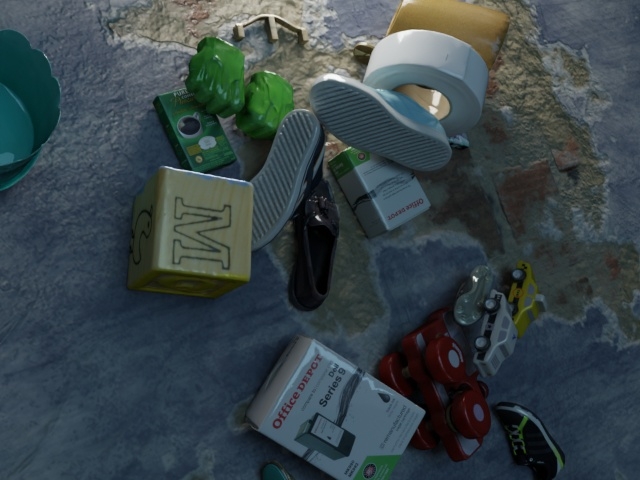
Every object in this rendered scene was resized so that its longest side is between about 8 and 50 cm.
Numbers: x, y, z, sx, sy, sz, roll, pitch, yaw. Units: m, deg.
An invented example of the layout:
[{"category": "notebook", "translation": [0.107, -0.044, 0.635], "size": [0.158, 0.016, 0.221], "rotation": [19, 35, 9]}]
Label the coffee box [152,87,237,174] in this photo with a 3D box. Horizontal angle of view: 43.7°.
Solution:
[{"category": "coffee box", "translation": [-0.263, -0.230, 1.672], "size": [0.113, 0.040, 0.184], "rotation": [-26, 90, -34]}]

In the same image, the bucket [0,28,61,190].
[{"category": "bucket", "translation": [-0.607, -0.223, 1.398], "size": [0.281, 0.183, 0.281], "rotation": [8, 73, -27]}]

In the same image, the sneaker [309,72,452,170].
[{"category": "sneaker", "translation": [0.125, -0.278, 1.761], "size": [0.365, 0.135, 0.150], "rotation": [27, 36, -29]}]

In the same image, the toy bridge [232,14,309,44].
[{"category": "toy bridge", "translation": [-0.113, -0.487, 1.835], "size": [0.188, 0.026, 0.063], "rotation": [-6, 78, -30]}]

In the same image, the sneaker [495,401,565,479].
[{"category": "sneaker", "translation": [0.487, 0.479, 1.865], "size": [0.235, 0.084, 0.097], "rotation": [47, 61, -10]}]

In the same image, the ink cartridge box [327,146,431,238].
[{"category": "ink cartridge box", "translation": [0.137, -0.129, 1.838], "size": [0.153, 0.087, 0.208], "rotation": [-27, 89, -32]}]

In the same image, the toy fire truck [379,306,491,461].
[{"category": "toy fire truck", "translation": [0.289, 0.316, 1.769], "size": [0.254, 0.169, 0.302], "rotation": [-22, 86, -52]}]

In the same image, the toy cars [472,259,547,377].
[{"category": "toy cars", "translation": [0.453, 0.179, 1.854], "size": [0.393, 0.087, 0.177], "rotation": [-32, 121, -55]}]

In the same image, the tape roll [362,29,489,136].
[{"category": "tape roll", "translation": [0.242, -0.356, 1.843], "size": [0.286, 0.286, 0.100], "rotation": [27, 65, -20]}]

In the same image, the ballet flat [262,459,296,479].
[{"category": "ballet flat", "translation": [-0.056, 0.526, 1.573], "size": [0.067, 0.073, 0.206], "rotation": [-14, 86, -58]}]

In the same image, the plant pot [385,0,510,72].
[{"category": "plant pot", "translation": [0.297, -0.497, 1.967], "size": [0.254, 0.237, 0.237], "rotation": [23, 65, -6]}]

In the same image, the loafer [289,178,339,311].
[{"category": "loafer", "translation": [0.000, 0.000, 1.721], "size": [0.109, 0.095, 0.303], "rotation": [14, 70, -24]}]

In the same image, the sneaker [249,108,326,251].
[{"category": "sneaker", "translation": [-0.077, -0.111, 1.687], "size": [0.126, 0.127, 0.321], "rotation": [29, 87, 21]}]

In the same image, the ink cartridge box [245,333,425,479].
[{"category": "ink cartridge box", "translation": [0.027, 0.350, 1.592], "size": [0.289, 0.121, 0.211], "rotation": [34, 79, -14]}]

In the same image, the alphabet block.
[{"category": "alphabet block", "translation": [-0.250, -0.008, 1.533], "size": [0.193, 0.192, 0.197], "rotation": [8, 71, -25]}]

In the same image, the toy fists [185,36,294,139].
[{"category": "toy fists", "translation": [-0.166, -0.305, 1.693], "size": [0.279, 0.096, 0.142], "rotation": [28, 51, -40]}]

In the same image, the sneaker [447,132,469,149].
[{"category": "sneaker", "translation": [0.332, -0.270, 2.017], "size": [0.098, 0.038, 0.069], "rotation": [8, 71, -37]}]

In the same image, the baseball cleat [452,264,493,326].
[{"category": "baseball cleat", "translation": [0.346, 0.147, 1.853], "size": [0.072, 0.109, 0.206], "rotation": [34, 46, 7]}]

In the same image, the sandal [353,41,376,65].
[{"category": "sandal", "translation": [0.163, -0.443, 1.960], "size": [0.180, 0.072, 0.049], "rotation": [24, 44, -17]}]
